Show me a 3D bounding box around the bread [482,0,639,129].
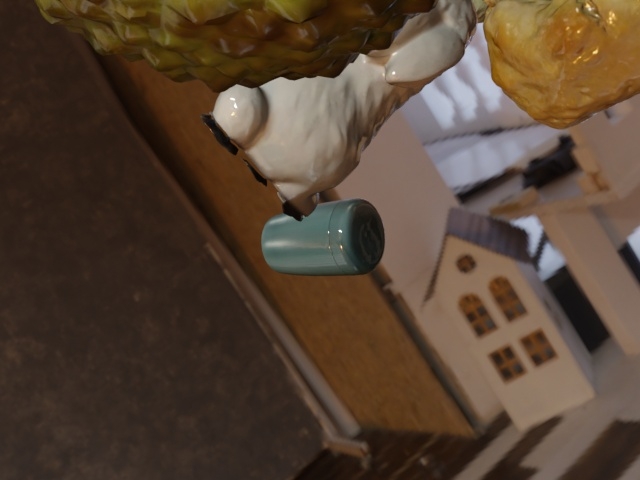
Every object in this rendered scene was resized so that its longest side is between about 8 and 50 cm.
[{"bbox_3d":[0.229,-0.218,0.915,0.134,0.245,0.244,13,-16,-28],"label":"bread"}]

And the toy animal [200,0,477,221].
[{"bbox_3d":[0.041,-0.203,1.264,0.357,0.194,0.258,-38,-6,4],"label":"toy animal"}]

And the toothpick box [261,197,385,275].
[{"bbox_3d":[0.000,0.000,1.633,0.184,0.120,0.120,-6,24,37],"label":"toothpick box"}]

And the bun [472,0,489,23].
[{"bbox_3d":[0.242,-0.406,1.733,0.115,0.115,0.069,-58,-9,-70],"label":"bun"}]

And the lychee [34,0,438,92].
[{"bbox_3d":[-0.028,-0.191,0.407,0.270,0.319,0.270,-59,2,3],"label":"lychee"}]
